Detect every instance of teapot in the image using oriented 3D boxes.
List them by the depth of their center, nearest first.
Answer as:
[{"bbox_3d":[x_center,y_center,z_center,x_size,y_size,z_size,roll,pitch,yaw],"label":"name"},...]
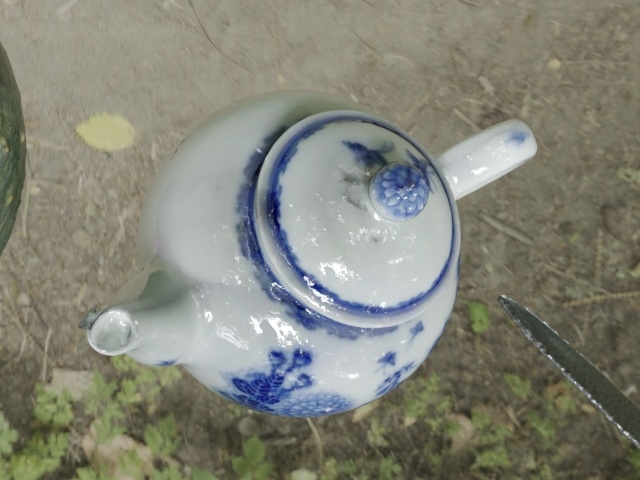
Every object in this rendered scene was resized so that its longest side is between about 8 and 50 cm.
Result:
[{"bbox_3d":[0.000,0.000,0.838,0.424,0.280,0.252,-25,86,-31],"label":"teapot"}]

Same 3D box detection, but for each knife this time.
[{"bbox_3d":[0.141,0.083,0.489,0.170,0.023,0.010,43,129,7],"label":"knife"}]

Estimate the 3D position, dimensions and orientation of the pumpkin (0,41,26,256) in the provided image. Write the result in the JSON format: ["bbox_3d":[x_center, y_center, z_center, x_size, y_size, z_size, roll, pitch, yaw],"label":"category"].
[{"bbox_3d":[-0.332,-0.057,0.586,0.327,0.291,0.258,-1,86,-54],"label":"pumpkin"}]
